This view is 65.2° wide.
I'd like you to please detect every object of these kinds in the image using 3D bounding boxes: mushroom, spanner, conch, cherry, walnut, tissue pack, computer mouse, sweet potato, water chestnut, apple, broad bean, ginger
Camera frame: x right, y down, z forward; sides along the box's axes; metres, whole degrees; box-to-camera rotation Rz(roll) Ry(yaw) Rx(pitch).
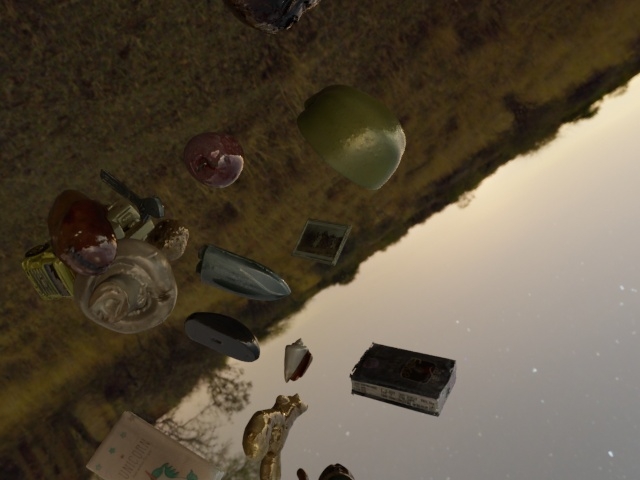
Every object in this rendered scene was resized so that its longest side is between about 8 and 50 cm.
[{"bbox_3d":[-0.554,0.155,1.423,0.292,0.293,0.290,-34,-159,0],"label":"mushroom"},{"bbox_3d":[-0.569,-0.140,1.490,0.026,0.325,0.093,-7,123,-55],"label":"spanner"},{"bbox_3d":[-0.091,0.458,1.902,0.104,0.176,0.094,16,168,-30],"label":"conch"},{"bbox_3d":[-0.432,-0.326,2.024,0.212,0.236,0.285,-28,-161,33],"label":"cherry"},{"bbox_3d":[-0.614,-0.006,2.029,0.155,0.155,0.184,-38,-150,52],"label":"walnut"},{"bbox_3d":[-0.443,0.616,1.349,0.170,0.325,0.071,-60,166,-21],"label":"tissue pack"},{"bbox_3d":[0.325,0.533,1.951,0.361,0.122,0.259,6,-155,30],"label":"tissue pack"},{"bbox_3d":[-0.309,0.301,1.626,0.138,0.269,0.086,109,5,-45],"label":"computer mouse"},{"bbox_3d":[-0.065,0.957,1.909,0.058,0.055,0.202,-9,-145,-7],"label":"sweet potato"},{"bbox_3d":[-0.109,-0.622,1.123,0.289,0.244,0.289,-40,174,-5],"label":"water chestnut"},{"bbox_3d":[0.097,-0.348,1.645,0.312,0.360,0.320,-54,-169,-8],"label":"apple"},{"bbox_3d":[-0.532,-0.023,1.135,0.122,0.229,0.156,-37,143,17],"label":"broad bean"},{"bbox_3d":[-0.165,0.649,1.747,0.122,0.363,0.348,-2,-136,19],"label":"ginger"}]

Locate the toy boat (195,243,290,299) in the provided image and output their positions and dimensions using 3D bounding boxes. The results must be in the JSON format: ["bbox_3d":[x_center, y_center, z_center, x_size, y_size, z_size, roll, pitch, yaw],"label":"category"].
[{"bbox_3d":[-0.247,0.115,1.616,0.092,0.319,0.141,-65,174,-55],"label":"toy boat"}]

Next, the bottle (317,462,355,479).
[{"bbox_3d":[0.057,0.895,1.803,0.156,0.143,0.271,-56,178,-16],"label":"bottle"}]

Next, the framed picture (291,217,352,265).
[{"bbox_3d":[0.000,0.000,2.349,0.274,0.017,0.217,9,-112,38],"label":"framed picture"}]

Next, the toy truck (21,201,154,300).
[{"bbox_3d":[-0.748,0.024,1.661,0.253,0.181,0.405,-5,-151,27],"label":"toy truck"}]
